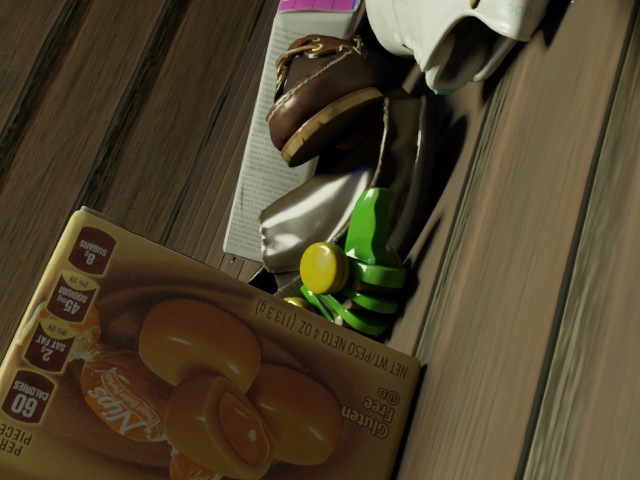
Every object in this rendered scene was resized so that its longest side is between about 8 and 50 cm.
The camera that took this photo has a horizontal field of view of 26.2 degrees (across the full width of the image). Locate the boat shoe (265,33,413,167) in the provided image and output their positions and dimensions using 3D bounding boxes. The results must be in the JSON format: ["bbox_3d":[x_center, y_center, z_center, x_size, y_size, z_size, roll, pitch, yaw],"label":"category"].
[{"bbox_3d":[0.002,-0.095,0.871,0.073,0.073,0.207,-36,-2,14],"label":"boat shoe"}]

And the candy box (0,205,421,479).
[{"bbox_3d":[-0.087,0.164,0.598,0.087,0.183,0.316,129,163,-57],"label":"candy box"}]

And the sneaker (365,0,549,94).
[{"bbox_3d":[0.072,-0.124,0.789,0.212,0.080,0.094,155,127,-73],"label":"sneaker"}]

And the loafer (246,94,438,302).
[{"bbox_3d":[0.000,0.000,0.830,0.220,0.078,0.080,-60,11,29],"label":"loafer"}]

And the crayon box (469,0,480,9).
[{"bbox_3d":[0.164,-0.246,0.563,0.318,0.081,0.202,-59,11,28],"label":"crayon box"}]

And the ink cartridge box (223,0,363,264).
[{"bbox_3d":[0.002,-0.200,1.149,0.324,0.071,0.330,-77,2,-51],"label":"ink cartridge box"}]

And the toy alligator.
[{"bbox_3d":[0.004,0.059,0.769,0.051,0.056,0.190,44,116,36],"label":"toy alligator"}]
